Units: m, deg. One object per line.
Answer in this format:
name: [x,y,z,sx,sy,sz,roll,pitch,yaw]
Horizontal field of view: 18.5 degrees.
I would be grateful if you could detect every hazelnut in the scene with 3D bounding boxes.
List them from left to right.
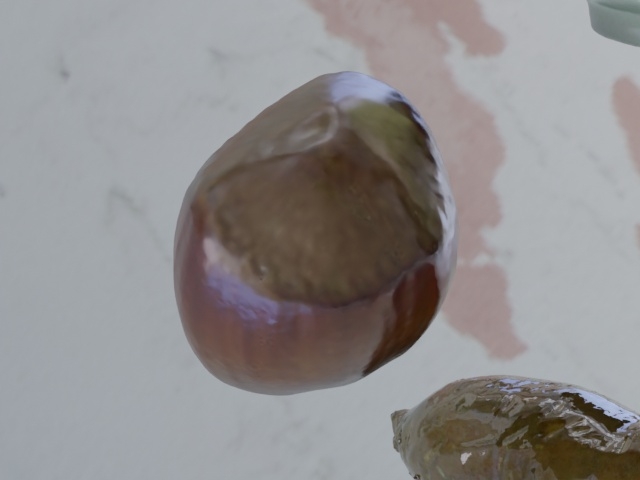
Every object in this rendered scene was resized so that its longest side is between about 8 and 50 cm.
hazelnut: [0.009,0.004,1.265,0.210,0.186,0.210,10,-106,-37]

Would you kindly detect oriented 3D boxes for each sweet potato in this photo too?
sweet potato: [0.189,0.161,1.346,0.130,0.422,0.131,-2,-87,-32]

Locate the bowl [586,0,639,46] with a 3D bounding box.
bowl: [0.305,-0.250,1.532,0.353,0.185,0.354,3,-163,-1]
